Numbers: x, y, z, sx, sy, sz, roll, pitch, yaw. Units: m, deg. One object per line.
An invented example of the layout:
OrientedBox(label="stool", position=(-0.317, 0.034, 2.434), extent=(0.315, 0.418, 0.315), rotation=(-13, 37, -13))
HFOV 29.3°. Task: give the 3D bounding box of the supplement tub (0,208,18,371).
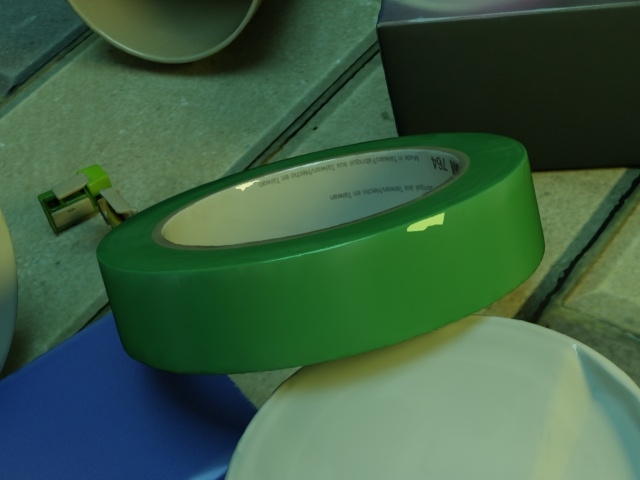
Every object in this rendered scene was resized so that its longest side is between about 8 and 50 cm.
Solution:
OrientedBox(label="supplement tub", position=(-0.431, 0.043, 0.959), extent=(0.325, 0.235, 0.235), rotation=(-5, 44, 17))

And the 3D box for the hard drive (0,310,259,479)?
OrientedBox(label="hard drive", position=(-0.209, 0.181, 0.905), extent=(0.319, 0.040, 0.210), rotation=(-32, 45, -17))

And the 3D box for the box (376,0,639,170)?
OrientedBox(label="box", position=(0.222, -0.222, 1.094), extent=(0.296, 0.182, 0.294), rotation=(-3, 46, 14))

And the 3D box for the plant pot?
OrientedBox(label="plant pot", position=(-0.119, -0.358, 1.317), extent=(0.257, 0.256, 0.274), rotation=(7, 31, 23))

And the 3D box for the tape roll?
OrientedBox(label="tape roll", position=(0.000, 0.000, 0.902), extent=(0.321, 0.077, 0.321), rotation=(-13, 15, 4))

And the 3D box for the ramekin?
OrientedBox(label="ramekin", position=(0.084, 0.184, 0.752), extent=(0.273, 0.127, 0.272), rotation=(-9, 43, 8))

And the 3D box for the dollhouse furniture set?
OrientedBox(label="dollhouse furniture set", position=(-0.200, -0.014, 1.081), extent=(0.059, 0.076, 0.152), rotation=(-27, 34, -15))
